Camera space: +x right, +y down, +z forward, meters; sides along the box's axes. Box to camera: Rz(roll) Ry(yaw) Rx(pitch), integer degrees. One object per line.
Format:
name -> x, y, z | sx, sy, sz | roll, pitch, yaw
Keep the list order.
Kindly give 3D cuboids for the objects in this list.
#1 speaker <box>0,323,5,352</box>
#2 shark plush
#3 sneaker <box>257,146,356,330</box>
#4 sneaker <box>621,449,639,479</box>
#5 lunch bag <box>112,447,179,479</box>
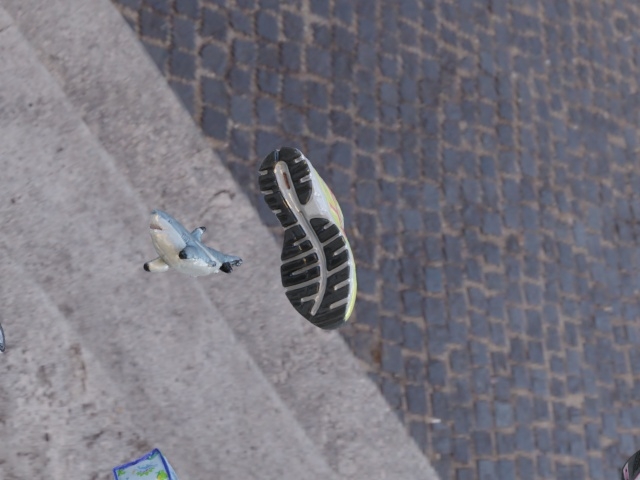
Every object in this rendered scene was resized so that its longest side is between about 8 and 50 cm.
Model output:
speaker -> -0.558, 0.160, 1.706 | 0.136, 0.055, 0.055 | -12, 85, -3
shark plush -> -0.152, 0.008, 1.418 | 0.161, 0.073, 0.067 | 12, 65, -39
sneaker -> 0.000, 0.000, 1.217 | 0.094, 0.081, 0.208 | 31, 43, -64
sneaker -> 0.285, 0.221, 0.935 | 0.072, 0.077, 0.178 | 52, 60, -29
lunch bag -> -0.224, 0.396, 1.589 | 0.096, 0.151, 0.128 | -24, 127, -8
